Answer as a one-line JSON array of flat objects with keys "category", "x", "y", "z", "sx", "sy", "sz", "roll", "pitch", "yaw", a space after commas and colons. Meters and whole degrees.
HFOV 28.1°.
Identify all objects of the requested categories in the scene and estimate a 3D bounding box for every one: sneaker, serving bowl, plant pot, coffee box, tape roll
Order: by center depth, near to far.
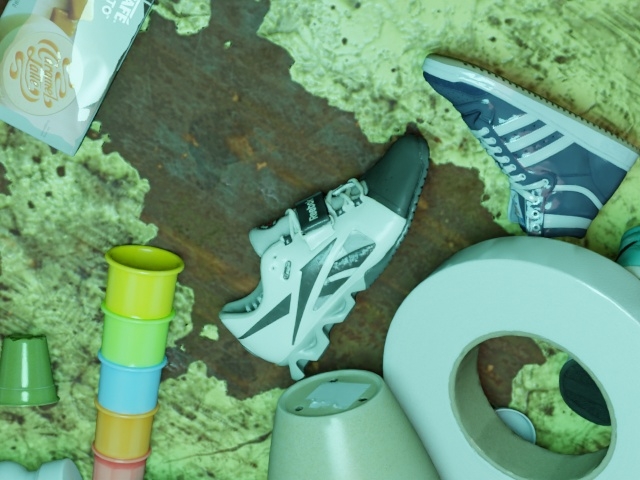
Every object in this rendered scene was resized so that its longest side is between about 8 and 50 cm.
[{"category": "coffee box", "x": -0.277, "y": -0.239, "z": 1.426, "sx": 0.141, "sy": 0.098, "sz": 0.246, "roll": 28, "pitch": 102, "yaw": -10}, {"category": "tape roll", "x": 0.255, "y": 0.183, "z": 1.476, "sx": 0.392, "sy": 0.072, "sz": 0.392, "roll": 16, "pitch": 123, "yaw": 27}, {"category": "sneaker", "x": 0.221, "y": -0.100, "z": 1.491, "sx": 0.282, "sy": 0.099, "sz": 0.153, "roll": 25, "pitch": 101, "yaw": -12}, {"category": "sneaker", "x": 0.000, "y": 0.000, "z": 1.495, "sx": 0.146, "sy": 0.122, "sz": 0.330, "roll": 31, "pitch": 101, "yaw": -13}, {"category": "plant pot", "x": 0.039, "y": 0.301, "z": 1.508, "sx": 0.257, "sy": 0.256, "sz": 0.274, "roll": -11, "pitch": 107, "yaw": 0}, {"category": "sneaker", "x": 0.383, "y": 0.086, "z": 1.543, "sx": 0.124, "sy": 0.178, "sz": 0.295, "roll": 32, "pitch": 145, "yaw": 17}, {"category": "plant pot", "x": -0.357, "y": 0.155, "z": 1.548, "sx": 0.083, "sy": 0.083, "sz": 0.079, "roll": 1, "pitch": 92, "yaw": -3}, {"category": "serving bowl", "x": 0.230, "y": 0.248, "z": 1.624, "sx": 0.083, "sy": 0.027, "sz": 0.083, "roll": -1, "pitch": 106, "yaw": -3}]

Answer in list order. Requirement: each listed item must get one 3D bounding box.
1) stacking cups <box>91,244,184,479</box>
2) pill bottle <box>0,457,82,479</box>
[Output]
[{"category": "stacking cups", "x": -0.237, "y": 0.165, "z": 1.553, "sx": 0.096, "sy": 0.096, "sz": 0.316, "roll": 10, "pitch": 109, "yaw": -6}, {"category": "pill bottle", "x": -0.422, "y": 0.353, "z": 1.555, "sx": 0.265, "sy": 0.153, "sz": 0.153, "roll": -12, "pitch": 106, "yaw": 0}]
